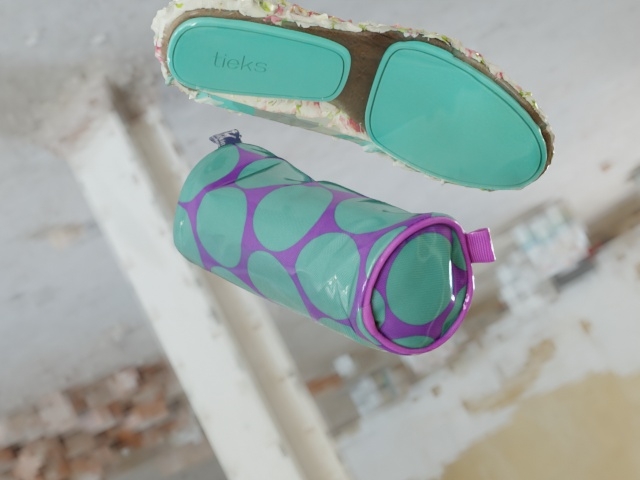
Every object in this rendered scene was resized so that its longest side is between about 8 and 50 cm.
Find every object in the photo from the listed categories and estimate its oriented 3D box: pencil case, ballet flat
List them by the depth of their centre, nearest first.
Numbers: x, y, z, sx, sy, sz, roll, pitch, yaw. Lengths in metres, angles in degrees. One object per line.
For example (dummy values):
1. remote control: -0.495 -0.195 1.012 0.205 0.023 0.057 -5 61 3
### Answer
1. pencil case: 0.000 0.000 0.745 0.070 0.064 0.152 -28 -149 -28
2. ballet flat: 0.022 -0.098 0.987 0.077 0.241 0.091 -88 -161 -63
